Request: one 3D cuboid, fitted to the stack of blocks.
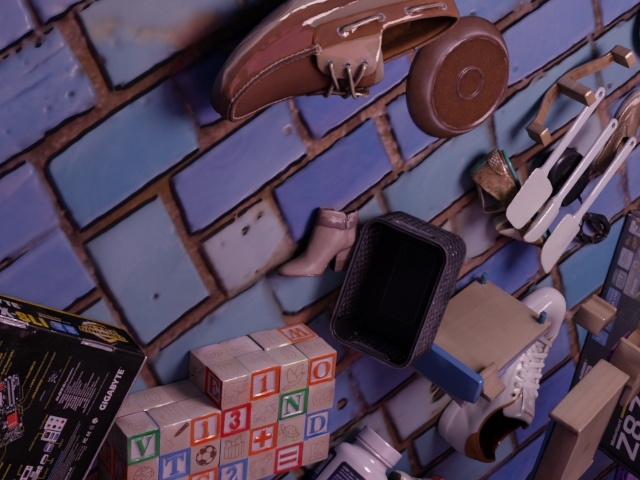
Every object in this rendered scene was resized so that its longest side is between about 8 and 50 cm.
[{"bbox_3d":[-0.131,0.227,1.554,0.297,0.087,0.171,-12,120,-31],"label":"stack of blocks"}]

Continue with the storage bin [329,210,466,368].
[{"bbox_3d":[0.102,0.063,1.596,0.084,0.122,0.180,-16,127,-65],"label":"storage bin"}]

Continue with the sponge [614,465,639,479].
[{"bbox_3d":[0.599,0.373,2.198,0.117,0.031,0.210,-7,117,-33],"label":"sponge"}]

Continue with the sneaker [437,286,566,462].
[{"bbox_3d":[0.306,0.212,1.841,0.106,0.123,0.290,30,93,-40],"label":"sneaker"}]

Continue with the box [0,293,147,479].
[{"bbox_3d":[-0.381,0.224,1.380,0.257,0.079,0.322,21,100,-39],"label":"box"}]

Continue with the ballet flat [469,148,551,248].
[{"bbox_3d":[0.267,-0.049,1.720,0.067,0.073,0.206,-27,129,13],"label":"ballet flat"}]

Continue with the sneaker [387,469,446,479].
[{"bbox_3d":[0.155,0.385,1.877,0.075,0.057,0.161,-54,133,-22],"label":"sneaker"}]

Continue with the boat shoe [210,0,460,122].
[{"bbox_3d":[0.024,-0.222,1.380,0.324,0.116,0.123,-34,166,-16],"label":"boat shoe"}]

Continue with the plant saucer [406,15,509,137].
[{"bbox_3d":[0.189,-0.210,1.591,0.169,0.029,0.168,-16,123,-27],"label":"plant saucer"}]

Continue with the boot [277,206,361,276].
[{"bbox_3d":[0.000,0.000,1.564,0.119,0.042,0.086,-7,111,-34],"label":"boot"}]

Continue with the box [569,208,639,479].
[{"bbox_3d":[0.565,0.188,1.882,0.097,0.318,0.394,-1,115,-35],"label":"box"}]

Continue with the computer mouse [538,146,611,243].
[{"bbox_3d":[0.379,-0.066,1.806,0.071,0.041,0.242,-48,138,-7],"label":"computer mouse"}]

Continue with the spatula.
[{"bbox_3d":[0.358,-0.089,1.711,0.242,0.019,0.168,-52,131,-10],"label":"spatula"}]

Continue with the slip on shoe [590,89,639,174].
[{"bbox_3d":[0.454,-0.159,1.800,0.051,0.041,0.135,33,93,-42],"label":"slip on shoe"}]

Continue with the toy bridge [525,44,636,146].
[{"bbox_3d":[0.356,-0.209,1.687,0.188,0.063,0.026,-42,131,-8],"label":"toy bridge"}]

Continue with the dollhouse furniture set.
[{"bbox_3d":[0.282,0.189,1.755,0.286,0.303,0.198,-35,149,-38],"label":"dollhouse furniture set"}]

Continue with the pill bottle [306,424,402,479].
[{"bbox_3d":[0.037,0.351,1.737,0.169,0.094,0.094,-49,132,-4],"label":"pill bottle"}]
